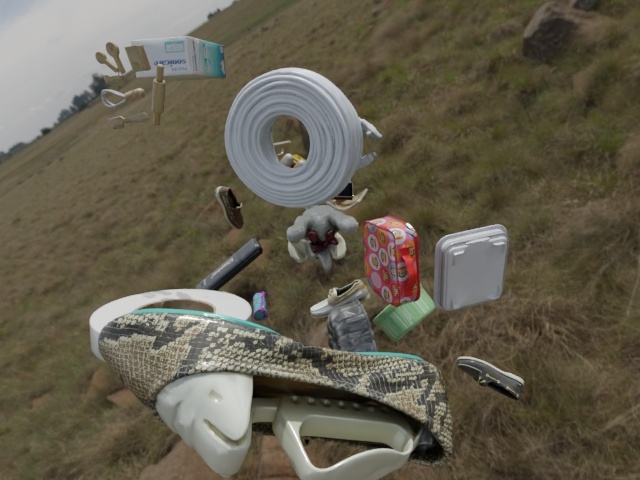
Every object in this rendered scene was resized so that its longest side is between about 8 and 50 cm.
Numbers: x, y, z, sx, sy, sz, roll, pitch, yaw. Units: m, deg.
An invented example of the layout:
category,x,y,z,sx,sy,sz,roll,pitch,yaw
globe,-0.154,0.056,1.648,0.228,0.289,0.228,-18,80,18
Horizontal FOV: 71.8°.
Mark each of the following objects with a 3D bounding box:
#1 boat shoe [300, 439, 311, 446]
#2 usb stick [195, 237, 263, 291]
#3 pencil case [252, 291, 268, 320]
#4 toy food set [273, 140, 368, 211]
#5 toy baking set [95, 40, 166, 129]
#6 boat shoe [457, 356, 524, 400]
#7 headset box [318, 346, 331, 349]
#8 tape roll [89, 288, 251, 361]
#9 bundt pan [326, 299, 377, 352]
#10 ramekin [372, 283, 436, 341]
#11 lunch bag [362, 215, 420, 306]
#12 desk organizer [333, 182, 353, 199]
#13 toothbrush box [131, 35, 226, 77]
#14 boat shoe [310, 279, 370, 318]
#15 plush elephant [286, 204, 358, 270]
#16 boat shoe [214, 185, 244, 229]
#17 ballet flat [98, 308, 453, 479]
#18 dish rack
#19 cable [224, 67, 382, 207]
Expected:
category,x,y,z,sx,sy,sz,roll,pitch,yaw
boat shoe,-0.069,0.748,1.966,0.110,0.307,0.104,-3,-7,-20
usb stick,-0.311,0.098,1.499,0.278,0.045,0.077,-40,45,4
pencil case,-0.271,0.297,1.987,0.070,0.064,0.152,-59,21,17
toy food set,-0.001,-0.209,1.352,0.092,0.306,0.220,-57,-1,20
toy baking set,-0.485,-0.387,1.138,0.196,0.256,0.030,24,39,9
boat shoe,0.570,0.465,1.496,0.227,0.081,0.069,21,58,11
headset box,0.035,0.621,1.942,0.110,0.218,0.293,-9,48,17
tape roll,-0.369,0.210,1.125,0.392,0.072,0.392,2,10,0
bundt pan,0.105,0.391,1.643,0.124,0.331,0.331,-8,26,-10
ramekin,0.417,0.355,2.151,0.303,0.148,0.303,-36,-16,-12
lunch bag,0.254,0.074,1.534,0.120,0.293,0.258,-13,19,-19
desk organizer,0.021,-0.132,1.149,0.130,0.047,0.050,1,-1,-2
toothbrush box,-0.506,-0.657,1.615,0.216,0.126,0.295,2,19,12
boat shoe,0.081,0.277,2.123,0.302,0.103,0.113,-24,17,7
plush elephant,0.000,0.000,1.819,0.271,0.255,0.330,-13,25,-6
boat shoe,-0.443,-0.161,2.248,0.095,0.257,0.095,-4,42,26
ballet flat,-0.037,0.206,0.550,0.182,0.482,0.164,-98,28,-53
dish rack,0.564,0.118,1.631,0.285,0.333,0.072,-12,30,-7
cable,-0.052,-0.181,0.818,0.257,0.257,0.089,-41,5,29
